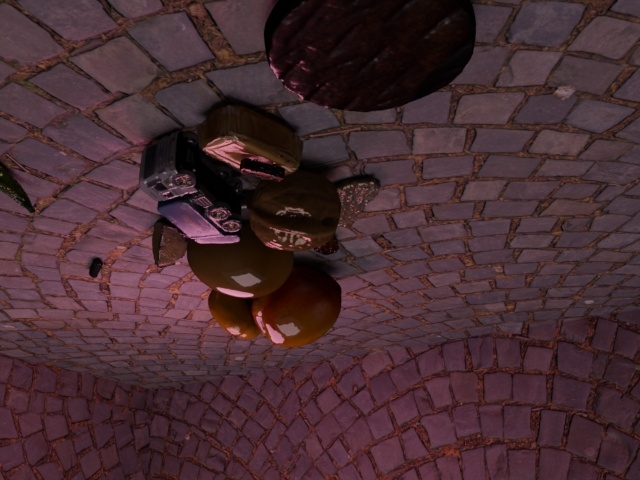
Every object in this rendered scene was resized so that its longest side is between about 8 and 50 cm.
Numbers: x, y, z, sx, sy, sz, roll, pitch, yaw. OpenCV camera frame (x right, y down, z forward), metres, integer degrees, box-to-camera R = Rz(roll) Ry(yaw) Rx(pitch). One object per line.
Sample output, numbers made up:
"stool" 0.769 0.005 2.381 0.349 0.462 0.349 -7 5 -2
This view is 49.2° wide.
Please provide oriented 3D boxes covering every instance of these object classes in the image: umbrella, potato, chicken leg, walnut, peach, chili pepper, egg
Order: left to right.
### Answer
"chili pepper" -0.850 -0.181 1.757 0.085 0.076 0.359 7 159 30
"umbrella" -0.791 0.097 2.453 0.036 0.031 0.133 8 154 -25
"potato" -0.482 -0.008 2.207 0.101 0.089 0.172 -12 131 -30
"peach" -0.309 0.263 2.620 0.153 0.251 0.251 -40 141 21
"egg" -0.242 0.049 2.116 0.323 0.250 0.250 7 155 -8
"walnut" -0.072 -0.079 1.875 0.257 0.257 0.224 5 123 -16
"peach" -0.079 0.231 2.516 0.333 0.307 0.308 -20 161 -17
"chicken leg" 0.007 0.000 2.274 0.090 0.048 0.219 -11 155 12

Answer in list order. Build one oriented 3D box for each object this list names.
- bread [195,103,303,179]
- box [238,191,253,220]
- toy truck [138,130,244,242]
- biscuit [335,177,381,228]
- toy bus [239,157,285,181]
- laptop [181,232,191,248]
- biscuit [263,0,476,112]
"bread" -0.162 -0.233 1.652 0.136 0.106 0.241 -20 150 41
"box" -0.270 -0.097 2.019 0.244 0.055 0.103 -2 156 -2
"toy truck" -0.317 -0.120 1.805 0.175 0.146 0.367 -16 145 18
"biscuit" 0.071 -0.115 2.028 0.141 0.038 0.290 7 153 -18
"toy bus" -0.137 -0.166 1.640 0.110 0.031 0.043 12 164 -29
"laptop" -0.400 0.014 2.315 0.180 0.016 0.129 12 152 -27
"biscuit" 0.095 -0.389 1.342 0.408 0.091 0.407 -3 158 -1
